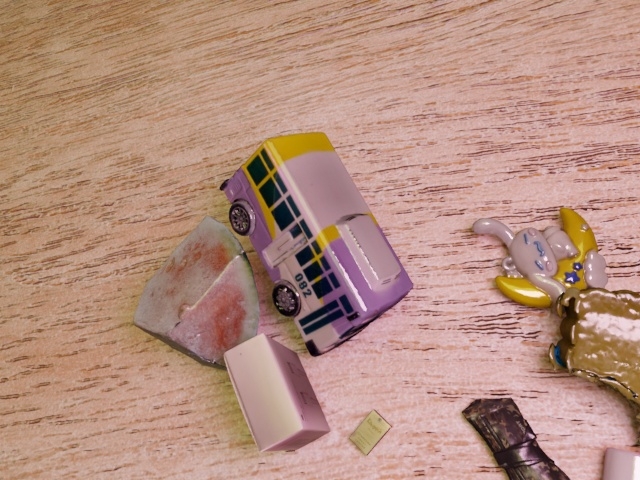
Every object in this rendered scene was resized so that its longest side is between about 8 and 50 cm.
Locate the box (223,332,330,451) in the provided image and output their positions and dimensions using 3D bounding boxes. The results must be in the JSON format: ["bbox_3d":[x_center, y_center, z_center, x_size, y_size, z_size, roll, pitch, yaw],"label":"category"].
[{"bbox_3d":[-0.086,0.326,1.028,0.106,0.251,0.203,-28,64,3],"label":"box"}]

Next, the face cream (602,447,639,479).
[{"bbox_3d":[0.534,0.553,0.852,0.102,0.102,0.345,10,72,19],"label":"face cream"}]

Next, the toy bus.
[{"bbox_3d":[0.000,0.000,1.065,0.249,0.209,0.439,-37,78,41],"label":"toy bus"}]

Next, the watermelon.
[{"bbox_3d":[-0.284,0.152,1.098,0.228,0.259,0.386,36,125,51],"label":"watermelon"}]

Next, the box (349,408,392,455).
[{"bbox_3d":[0.109,0.418,1.064,0.083,0.024,0.053,-46,65,-7],"label":"box"}]

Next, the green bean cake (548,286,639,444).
[{"bbox_3d":[0.587,0.237,0.915,0.310,0.202,0.284,12,91,21],"label":"green bean cake"}]

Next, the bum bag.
[{"bbox_3d":[0.392,0.418,0.963,0.102,0.069,0.248,-40,62,15],"label":"bum bag"}]

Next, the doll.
[{"bbox_3d":[0.486,0.038,1.066,0.238,0.111,0.251,-18,74,9],"label":"doll"}]
